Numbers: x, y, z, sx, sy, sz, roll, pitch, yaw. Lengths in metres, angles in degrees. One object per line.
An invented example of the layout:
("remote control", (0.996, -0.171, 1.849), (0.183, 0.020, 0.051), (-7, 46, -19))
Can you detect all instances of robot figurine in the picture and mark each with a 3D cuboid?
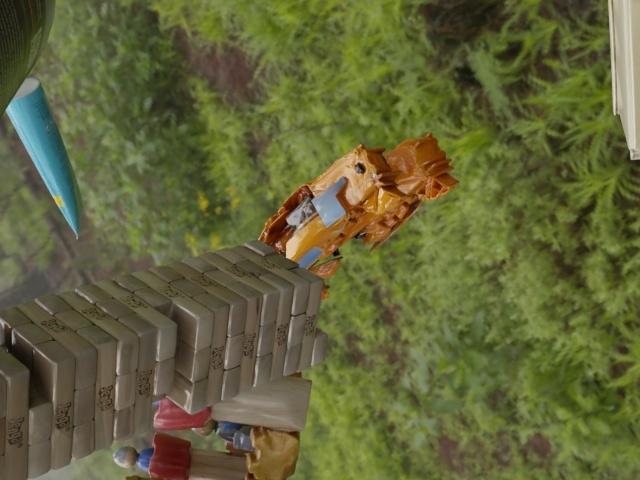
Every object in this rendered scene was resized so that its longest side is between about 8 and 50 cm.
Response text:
("robot figurine", (0.000, 0.000, 0.990), (0.291, 0.211, 0.085), (-43, 74, 35))

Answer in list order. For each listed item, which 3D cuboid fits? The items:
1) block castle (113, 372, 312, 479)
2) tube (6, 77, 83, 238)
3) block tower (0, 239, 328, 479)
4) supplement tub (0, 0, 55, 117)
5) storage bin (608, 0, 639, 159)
("block castle", (-0.155, 0.241, 1.135), (0.453, 0.212, 0.303), (-138, 56, -80))
("tube", (-0.342, -0.105, 1.193), (0.080, 0.052, 0.207), (-93, -10, -53))
("block tower", (-0.139, 0.084, 0.723), (0.091, 0.335, 0.097), (27, 118, 38))
("supplement tub", (-0.274, -0.104, 0.519), (0.316, 0.193, 0.194), (-92, -13, -57))
("storage bin", (0.482, -0.249, 1.106), (0.123, 0.260, 0.262), (-80, -21, -50))
